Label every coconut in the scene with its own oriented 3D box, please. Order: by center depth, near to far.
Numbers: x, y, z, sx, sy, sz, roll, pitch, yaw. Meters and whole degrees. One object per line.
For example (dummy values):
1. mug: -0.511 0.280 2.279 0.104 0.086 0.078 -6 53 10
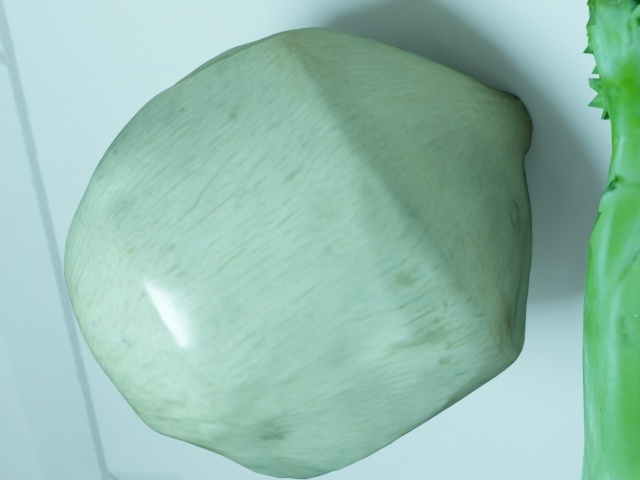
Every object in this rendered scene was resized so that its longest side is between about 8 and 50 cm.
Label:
1. coconut: 0.000 0.000 0.790 0.224 0.224 0.224 32 149 22

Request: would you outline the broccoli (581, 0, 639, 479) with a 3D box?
1. broccoli: 0.191 -0.007 0.461 0.308 0.275 0.308 29 174 3
